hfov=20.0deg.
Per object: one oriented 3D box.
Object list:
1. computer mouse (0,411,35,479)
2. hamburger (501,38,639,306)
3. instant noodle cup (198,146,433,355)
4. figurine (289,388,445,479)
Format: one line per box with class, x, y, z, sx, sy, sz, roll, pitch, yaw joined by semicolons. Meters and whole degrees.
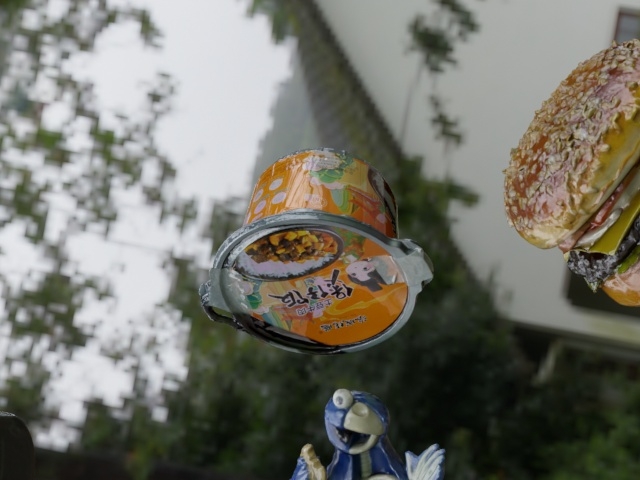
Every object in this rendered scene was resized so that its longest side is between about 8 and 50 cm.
computer mouse;-0.464;0.259;2.112;0.086;0.270;0.137;-12;72;54
hamburger;0.337;-0.078;2.023;0.291;0.225;0.291;-55;7;10
instant noodle cup;0.000;0.000;1.611;0.125;0.208;0.177;-83;-11;-45
figurine;0.049;0.247;1.637;0.121;0.164;0.262;-38;-43;-53
